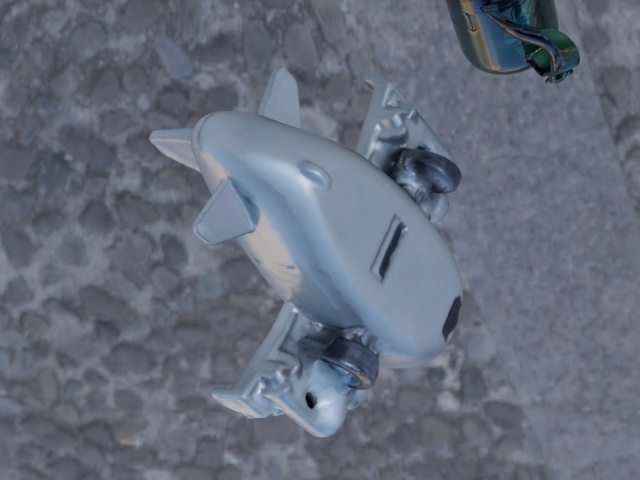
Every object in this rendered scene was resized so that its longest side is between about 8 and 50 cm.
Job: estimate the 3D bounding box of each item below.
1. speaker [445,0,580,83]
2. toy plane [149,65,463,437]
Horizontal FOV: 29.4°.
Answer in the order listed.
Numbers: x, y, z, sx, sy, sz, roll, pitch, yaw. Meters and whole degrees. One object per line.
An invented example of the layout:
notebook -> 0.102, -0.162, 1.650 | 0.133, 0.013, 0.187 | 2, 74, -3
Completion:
speaker -> 0.107, -0.124, 0.696 | 0.060, 0.094, 0.075 | -19, 138, 9
toy plane -> 0.002, 0.000, 0.545 | 0.080, 0.174, 0.174 | 1, 142, 45
